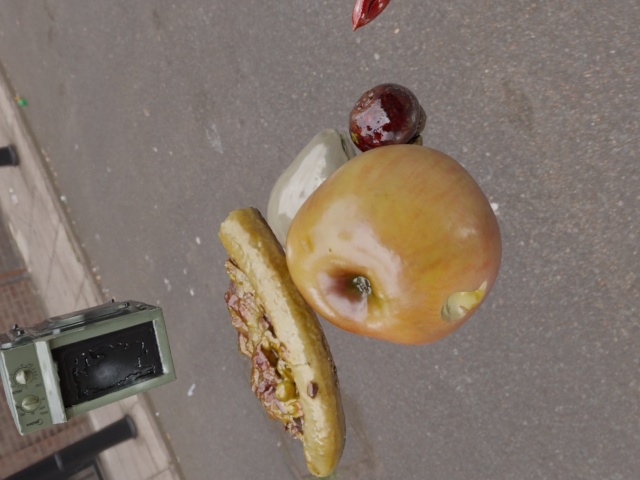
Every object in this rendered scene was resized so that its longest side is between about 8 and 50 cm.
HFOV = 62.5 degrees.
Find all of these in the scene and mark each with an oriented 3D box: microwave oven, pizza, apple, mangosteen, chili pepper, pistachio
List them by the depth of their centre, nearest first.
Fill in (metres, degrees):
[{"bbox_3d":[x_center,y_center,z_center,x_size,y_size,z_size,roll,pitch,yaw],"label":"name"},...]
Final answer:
[{"bbox_3d":[0.086,0.012,0.626,0.242,0.241,0.242,15,120,29],"label":"apple"},{"bbox_3d":[-0.061,0.148,0.787,0.277,0.114,0.409,8,114,68],"label":"pizza"},{"bbox_3d":[0.108,-0.444,0.914,0.050,0.059,0.191,31,89,30],"label":"chili pepper"},{"bbox_3d":[0.142,-0.227,1.055,0.156,0.181,0.146,-37,49,31],"label":"mangosteen"},{"bbox_3d":[-0.011,-0.116,1.276,0.226,0.207,0.332,59,135,40],"label":"pistachio"},{"bbox_3d":[-0.585,0.282,1.304,0.286,0.355,0.218,-1,101,56],"label":"microwave oven"}]

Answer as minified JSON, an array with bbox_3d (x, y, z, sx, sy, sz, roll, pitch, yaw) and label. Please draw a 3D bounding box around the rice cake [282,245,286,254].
[{"bbox_3d":[0.000,0.000,1.056,0.270,0.049,0.055,-28,105,13],"label":"rice cake"}]
